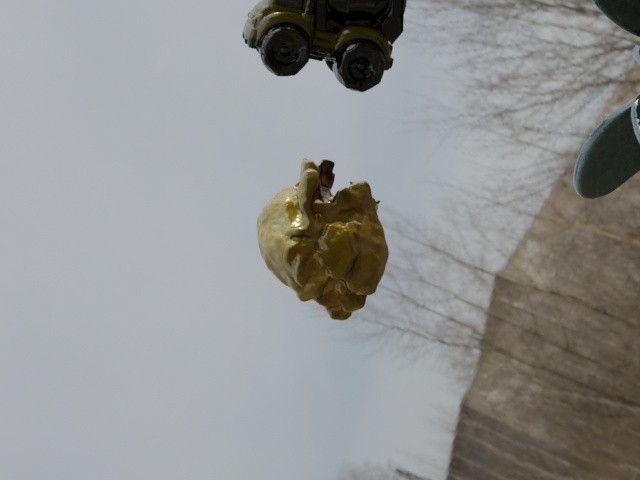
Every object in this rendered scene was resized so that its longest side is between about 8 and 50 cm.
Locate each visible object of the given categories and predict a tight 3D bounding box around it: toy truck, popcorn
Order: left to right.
[{"bbox_3d":[-0.002,-0.003,1.420,0.191,0.190,0.254,18,-117,-52],"label":"popcorn"},{"bbox_3d":[0.006,-0.319,1.283,0.147,0.224,0.165,-111,32,-64],"label":"toy truck"}]

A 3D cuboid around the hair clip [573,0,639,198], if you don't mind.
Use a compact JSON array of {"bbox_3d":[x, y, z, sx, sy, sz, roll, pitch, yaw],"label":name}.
[{"bbox_3d":[0.482,-0.196,1.013,0.318,0.238,0.392,-16,-56,-9],"label":"hair clip"}]
